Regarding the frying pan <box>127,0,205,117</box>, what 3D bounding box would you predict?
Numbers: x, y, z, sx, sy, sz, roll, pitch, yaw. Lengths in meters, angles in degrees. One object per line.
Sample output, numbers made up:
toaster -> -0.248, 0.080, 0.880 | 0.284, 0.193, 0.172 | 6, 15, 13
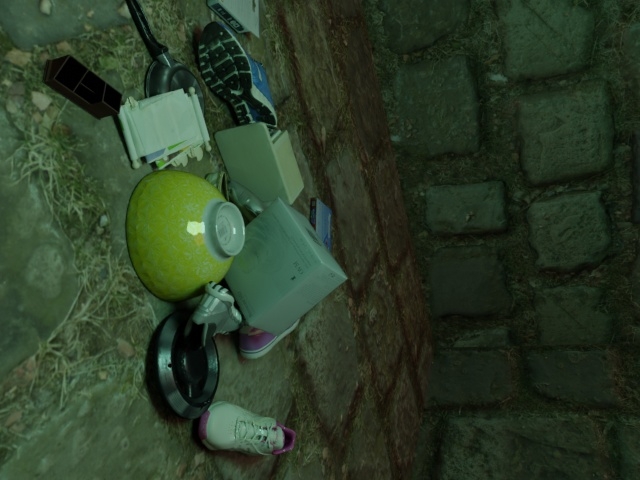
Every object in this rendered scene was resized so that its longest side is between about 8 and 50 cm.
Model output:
frying pan -> -0.330, -0.382, 1.221 | 0.197, 0.053, 0.326 | -29, 115, -66

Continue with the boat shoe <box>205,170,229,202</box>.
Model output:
boat shoe -> -0.245, -0.095, 1.345 | 0.056, 0.048, 0.153 | -30, 112, -66

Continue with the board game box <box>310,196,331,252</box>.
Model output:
board game box -> 0.000, 0.000, 1.946 | 0.145, 0.027, 0.282 | 36, 52, -59

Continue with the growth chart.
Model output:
growth chart -> -0.325, -0.236, 1.147 | 0.237, 0.021, 0.172 | -32, 123, -51

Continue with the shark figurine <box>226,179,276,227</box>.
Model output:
shark figurine -> -0.136, -0.046, 1.416 | 0.116, 0.166, 0.278 | -38, 123, -21

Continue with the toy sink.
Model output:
toy sink -> -0.159, -0.216, 1.451 | 0.131, 0.152, 0.234 | -62, 139, -54

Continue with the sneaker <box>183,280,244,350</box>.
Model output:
sneaker -> -0.240, 0.185, 1.167 | 0.132, 0.086, 0.229 | -57, 163, -24

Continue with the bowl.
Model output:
bowl -> -0.257, -0.017, 1.156 | 0.289, 0.156, 0.290 | -6, 90, -67

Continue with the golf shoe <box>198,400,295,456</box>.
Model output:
golf shoe -> -0.167, 0.448, 1.278 | 0.306, 0.140, 0.115 | 44, 46, -56

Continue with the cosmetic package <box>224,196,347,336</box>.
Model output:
cosmetic package -> -0.100, 0.064, 1.282 | 0.224, 0.224, 0.138 | 55, 12, 33

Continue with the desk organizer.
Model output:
desk organizer -> -0.419, -0.271, 0.962 | 0.130, 0.050, 0.047 | 38, 50, -60

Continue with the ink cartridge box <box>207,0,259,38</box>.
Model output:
ink cartridge box -> -0.241, -0.701, 1.513 | 0.208, 0.045, 0.207 | 21, 64, -63

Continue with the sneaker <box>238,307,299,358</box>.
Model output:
sneaker -> -0.131, 0.179, 1.454 | 0.282, 0.102, 0.161 | -46, 134, -62

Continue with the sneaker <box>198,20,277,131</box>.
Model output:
sneaker -> -0.220, -0.438, 1.437 | 0.330, 0.129, 0.147 | 61, 17, -50

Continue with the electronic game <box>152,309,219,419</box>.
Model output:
electronic game -> -0.283, 0.264, 1.157 | 0.229, 0.048, 0.229 | -13, 90, -73
